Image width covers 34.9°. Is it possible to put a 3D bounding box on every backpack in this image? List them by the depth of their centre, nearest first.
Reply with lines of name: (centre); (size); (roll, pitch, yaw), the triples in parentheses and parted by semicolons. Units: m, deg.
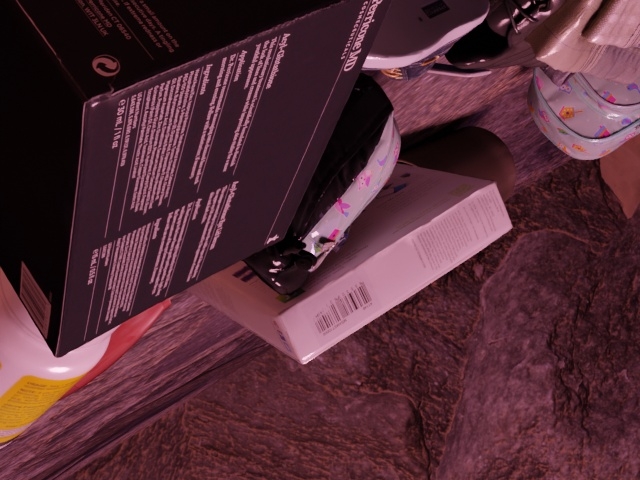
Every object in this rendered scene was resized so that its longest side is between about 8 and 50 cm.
backpack: (-0.018, -0.062, 0.840); (0.182, 0.152, 0.115); (-48, 166, -7)
backpack: (0.367, -0.205, 1.319); (0.188, 0.166, 0.144); (-37, 170, 1)

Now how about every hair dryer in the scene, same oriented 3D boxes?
hair dryer: (-0.294, 0.126, 1.130); (0.293, 0.080, 0.223); (-30, -172, 14)

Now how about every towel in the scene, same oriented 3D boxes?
towel: (0.324, -0.231, 0.754); (0.324, 0.056, 0.312); (-44, 165, 29)

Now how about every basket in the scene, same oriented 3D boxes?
basket: (0.160, -0.066, 1.404); (0.226, 0.154, 0.204); (-31, 169, -42)

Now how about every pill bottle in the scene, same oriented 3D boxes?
pill bottle: (-0.243, 0.078, 0.815); (0.208, 0.119, 0.119); (-40, 169, 35)

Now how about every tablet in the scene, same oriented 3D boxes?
tablet: (0.117, -0.166, 0.983); (0.054, 0.083, 0.006); (-21, 120, -55)

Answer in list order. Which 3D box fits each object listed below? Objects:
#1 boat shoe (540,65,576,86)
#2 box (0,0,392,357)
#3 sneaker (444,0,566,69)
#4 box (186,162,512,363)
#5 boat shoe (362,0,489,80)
boat shoe: (0.348, -0.278, 1.068); (0.301, 0.102, 0.108); (-38, 170, 22)
box: (-0.087, -0.064, 0.581); (0.184, 0.103, 0.261); (-26, 160, -29)
sneaker: (0.204, -0.225, 0.864); (0.130, 0.109, 0.286); (-21, 164, -31)
box: (0.000, 0.000, 0.992); (0.232, 0.059, 0.322); (-31, -158, -18)
boat shoe: (0.060, -0.156, 0.817); (0.183, 0.065, 0.083); (-27, 167, -43)
